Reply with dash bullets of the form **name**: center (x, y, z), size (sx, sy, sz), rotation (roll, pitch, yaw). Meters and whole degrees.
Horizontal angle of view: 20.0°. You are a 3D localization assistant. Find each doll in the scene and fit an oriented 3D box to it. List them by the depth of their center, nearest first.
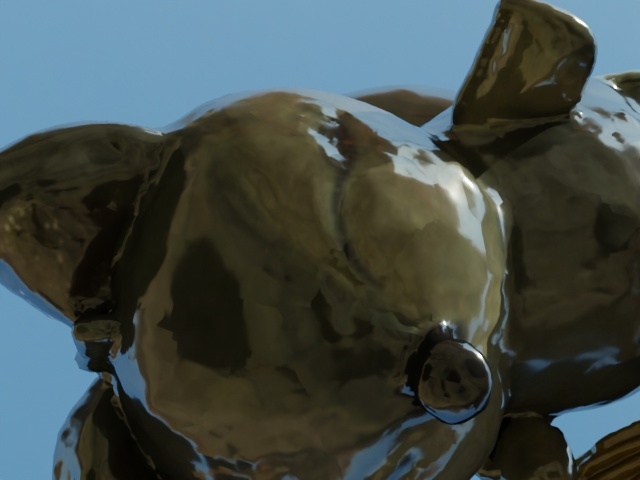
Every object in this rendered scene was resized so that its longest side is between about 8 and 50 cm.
- **doll**: center (0.005, 0.035, 0.926), size (0.382, 0.378, 0.252), rotation (-10, -93, -19)

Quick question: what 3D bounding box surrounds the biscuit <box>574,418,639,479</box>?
- **biscuit**: center (0.162, 0.144, 0.902), size (0.176, 0.031, 0.228), rotation (29, -98, 27)
